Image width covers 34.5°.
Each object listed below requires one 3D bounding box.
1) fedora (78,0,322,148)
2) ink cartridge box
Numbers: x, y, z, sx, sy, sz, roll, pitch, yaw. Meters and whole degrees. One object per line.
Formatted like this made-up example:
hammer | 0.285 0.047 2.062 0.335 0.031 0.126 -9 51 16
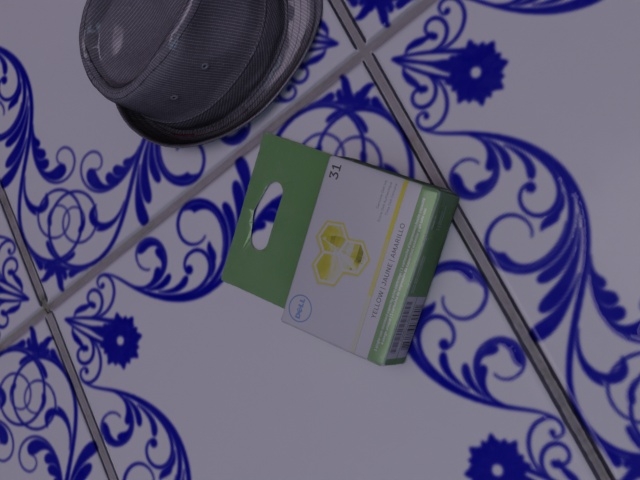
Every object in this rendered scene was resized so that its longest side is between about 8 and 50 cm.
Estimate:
fedora | -0.147 -0.227 1.062 0.275 0.124 0.243 -34 70 25
ink cartridge box | 0.000 0.000 0.996 0.235 0.056 0.171 21 98 29
